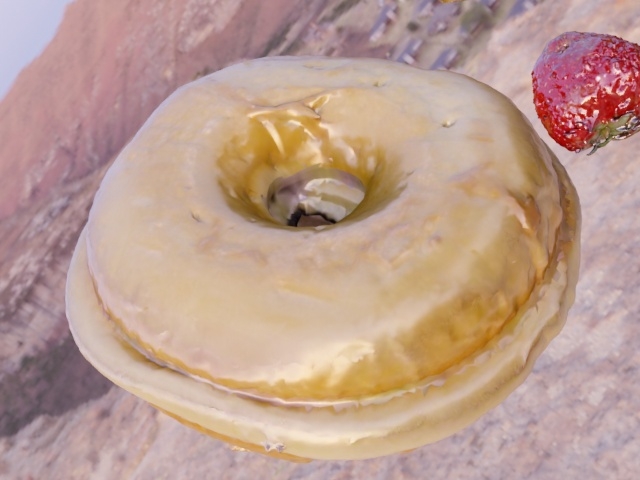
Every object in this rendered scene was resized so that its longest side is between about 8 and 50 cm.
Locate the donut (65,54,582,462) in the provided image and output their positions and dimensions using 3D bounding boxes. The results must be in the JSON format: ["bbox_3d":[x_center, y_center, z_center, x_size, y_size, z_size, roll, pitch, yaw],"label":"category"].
[{"bbox_3d":[0.000,0.000,0.774,0.198,0.449,0.448,79,-153,-45],"label":"donut"}]

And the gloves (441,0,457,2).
[{"bbox_3d":[0.075,-0.191,0.397,0.141,0.154,0.331,-39,-8,26],"label":"gloves"}]

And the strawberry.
[{"bbox_3d":[0.218,-0.122,0.699,0.106,0.106,0.106,-48,16,19],"label":"strawberry"}]
